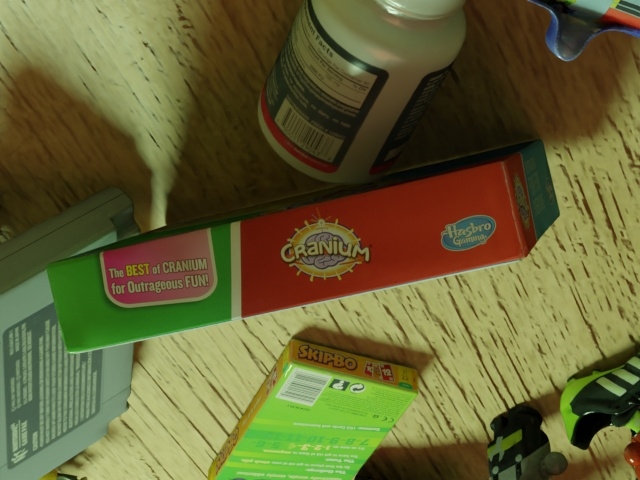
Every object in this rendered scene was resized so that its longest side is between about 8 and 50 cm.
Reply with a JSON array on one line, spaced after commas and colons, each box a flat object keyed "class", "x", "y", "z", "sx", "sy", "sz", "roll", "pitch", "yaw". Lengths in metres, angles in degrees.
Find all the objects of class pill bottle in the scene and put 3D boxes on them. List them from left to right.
[{"class": "pill bottle", "x": 0.035, "y": -0.131, "z": 1.029, "sx": 0.108, "sy": 0.108, "sz": 0.180, "roll": 14, "pitch": 138, "yaw": -15}]

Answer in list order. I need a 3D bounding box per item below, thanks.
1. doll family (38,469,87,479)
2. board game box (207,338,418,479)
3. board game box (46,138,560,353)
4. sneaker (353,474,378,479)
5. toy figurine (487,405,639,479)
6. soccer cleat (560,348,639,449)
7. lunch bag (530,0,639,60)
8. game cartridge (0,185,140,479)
[{"class": "doll family", "x": -0.299, "y": 0.250, "z": 1.513, "sx": 0.111, "sy": 0.076, "sz": 0.193, "roll": 20, "pitch": 139, "yaw": -29}, {"class": "board game box", "x": -0.016, "y": 0.189, "z": 1.466, "sx": 0.124, "sy": 0.039, "sz": 0.259, "roll": 15, "pitch": 135, "yaw": -16}, {"class": "board game box", "x": 0.000, "y": 0.000, "z": 1.104, "sx": 0.317, "sy": 0.242, "sz": 0.064, "roll": -13, "pitch": 94, "yaw": 14}, {"class": "sneaker", "x": 0.079, "y": 0.299, "z": 1.579, "sx": 0.118, "sy": 0.083, "sz": 0.222, "roll": 17, "pitch": 148, "yaw": 9}, {"class": "toy figurine", "x": 0.254, "y": 0.264, "z": 1.464, "sx": 0.210, "sy": 0.148, "sz": 0.213, "roll": 0, "pitch": 140, "yaw": 1}, {"class": "soccer cleat", "x": 0.287, "y": 0.128, "z": 1.360, "sx": 0.060, "sy": 0.072, "sz": 0.179, "roll": 31, "pitch": 131, "yaw": -31}, {"class": "lunch bag", "x": 0.183, "y": -0.225, "z": 0.792, "sx": 0.221, "sy": 0.138, "sz": 0.293, "roll": 17, "pitch": 112, "yaw": -8}, {"class": "game cartridge", "x": -0.240, "y": 0.100, "z": 1.261, "sx": 0.198, "sy": 0.062, "sz": 0.297, "roll": -27, "pitch": 150, "yaw": -29}]
